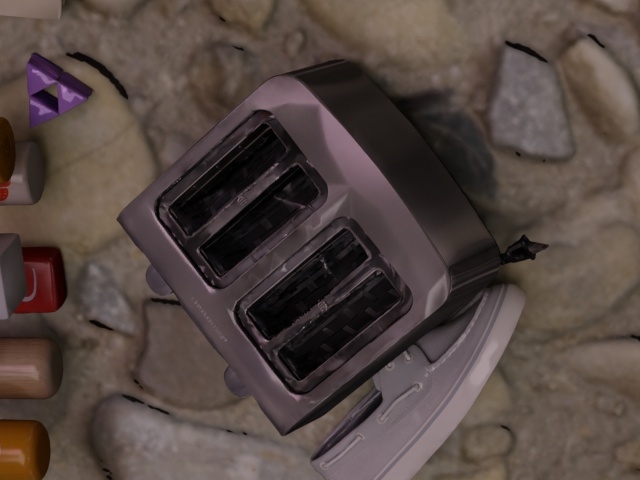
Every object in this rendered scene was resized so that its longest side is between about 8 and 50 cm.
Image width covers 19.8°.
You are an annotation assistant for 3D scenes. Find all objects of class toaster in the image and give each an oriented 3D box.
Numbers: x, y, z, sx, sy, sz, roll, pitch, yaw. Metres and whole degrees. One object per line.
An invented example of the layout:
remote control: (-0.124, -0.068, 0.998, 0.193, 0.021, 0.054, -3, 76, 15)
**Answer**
toaster: (0.000, 0.000, 1.062, 0.185, 0.110, 0.168, -40, 84, 21)

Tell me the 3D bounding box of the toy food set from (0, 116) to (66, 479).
toy food set: (-0.224, 0.029, 1.129, 0.104, 0.111, 0.232, -1, 113, 10)

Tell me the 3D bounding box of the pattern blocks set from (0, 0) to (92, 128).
pattern blocks set: (-0.220, -0.219, 1.081, 0.285, 0.026, 0.325, -9, 109, 13)

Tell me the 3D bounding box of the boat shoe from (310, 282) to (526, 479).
boat shoe: (0.057, 0.089, 1.134, 0.063, 0.066, 0.184, 33, 122, -4)
